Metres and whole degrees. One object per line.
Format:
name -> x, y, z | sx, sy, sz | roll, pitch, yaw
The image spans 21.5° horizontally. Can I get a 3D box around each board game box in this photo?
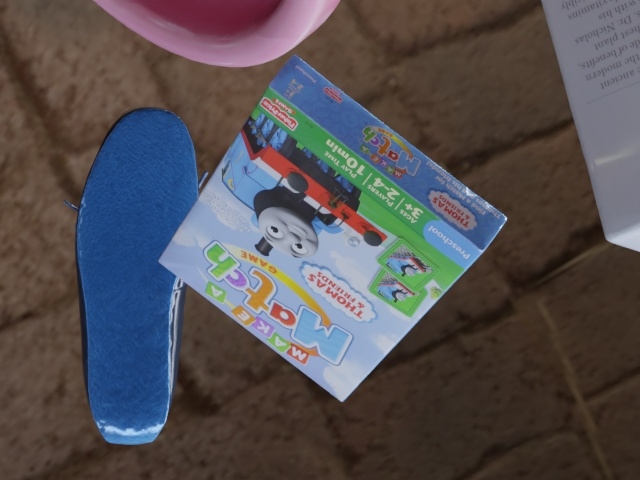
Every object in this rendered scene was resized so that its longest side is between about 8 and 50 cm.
board game box -> 0.000, 0.000, 1.066 | 0.160, 0.211, 0.039 | 37, 52, 0

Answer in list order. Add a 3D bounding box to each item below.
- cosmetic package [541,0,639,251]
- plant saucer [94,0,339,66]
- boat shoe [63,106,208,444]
cosmetic package -> 0.319, -0.233, 1.445 | 0.161, 0.230, 0.453 | 14, 59, -55
plant saucer -> -0.089, -0.246, 0.834 | 0.084, 0.332, 0.332 | -39, 90, -25
boat shoe -> -0.151, 0.023, 1.297 | 0.109, 0.089, 0.258 | 10, 97, -8
